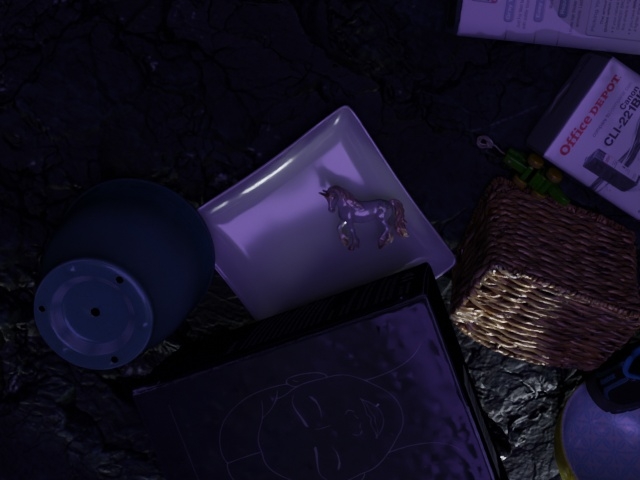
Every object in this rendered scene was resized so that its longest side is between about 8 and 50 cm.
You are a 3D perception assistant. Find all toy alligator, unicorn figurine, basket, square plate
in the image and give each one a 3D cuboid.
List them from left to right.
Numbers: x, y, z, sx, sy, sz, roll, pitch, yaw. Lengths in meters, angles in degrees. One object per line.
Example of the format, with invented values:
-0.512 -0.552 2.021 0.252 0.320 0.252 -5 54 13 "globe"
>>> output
0.000 0.000 1.748 0.347 0.049 0.344 -35 105 5 "square plate"
0.064 -0.040 1.692 0.162 0.060 0.111 -8 106 -20 "unicorn figurine"
0.352 -0.128 1.740 0.189 0.051 0.056 38 126 5 "toy alligator"
0.383 0.070 1.777 0.299 0.223 0.213 19 136 -10 "basket"

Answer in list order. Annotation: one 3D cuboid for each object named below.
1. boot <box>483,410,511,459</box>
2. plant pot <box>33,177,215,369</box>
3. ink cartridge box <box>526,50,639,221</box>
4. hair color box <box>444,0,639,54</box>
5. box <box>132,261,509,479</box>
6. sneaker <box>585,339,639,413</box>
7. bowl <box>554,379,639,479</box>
0.260 0.454 1.855 0.260 0.131 0.348 -44 104 8 "boot"
-0.323 0.066 1.608 0.271 0.255 0.272 2 110 5 "plant pot"
0.516 -0.164 1.710 0.273 0.114 0.197 31 101 -11 "ink cartridge box"
0.401 -0.405 1.634 0.374 0.113 0.185 5 105 -7 "hair color box"
0.030 0.348 1.625 0.471 0.297 0.480 -19 95 9 "box"
0.639 0.211 1.777 0.340 0.140 0.125 -19 69 -16 "sneaker"
0.540 0.397 1.833 0.289 0.289 0.156 9 146 -7 "bowl"
